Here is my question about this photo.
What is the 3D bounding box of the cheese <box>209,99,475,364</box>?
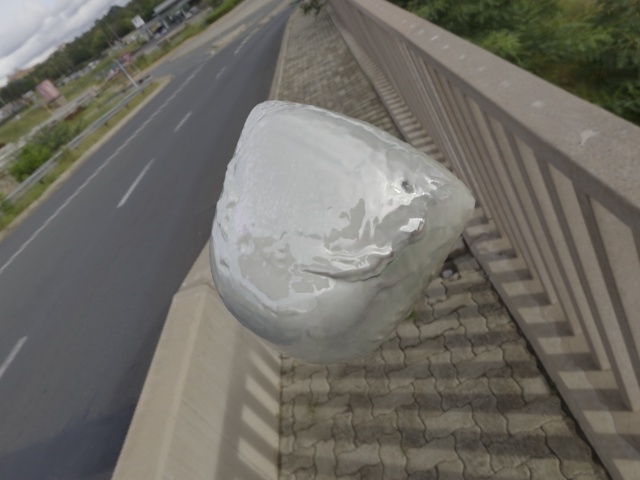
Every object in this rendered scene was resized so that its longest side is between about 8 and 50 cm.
[{"bbox_3d":[0.000,0.000,0.393,0.198,0.154,0.188,28,87,23],"label":"cheese"}]
